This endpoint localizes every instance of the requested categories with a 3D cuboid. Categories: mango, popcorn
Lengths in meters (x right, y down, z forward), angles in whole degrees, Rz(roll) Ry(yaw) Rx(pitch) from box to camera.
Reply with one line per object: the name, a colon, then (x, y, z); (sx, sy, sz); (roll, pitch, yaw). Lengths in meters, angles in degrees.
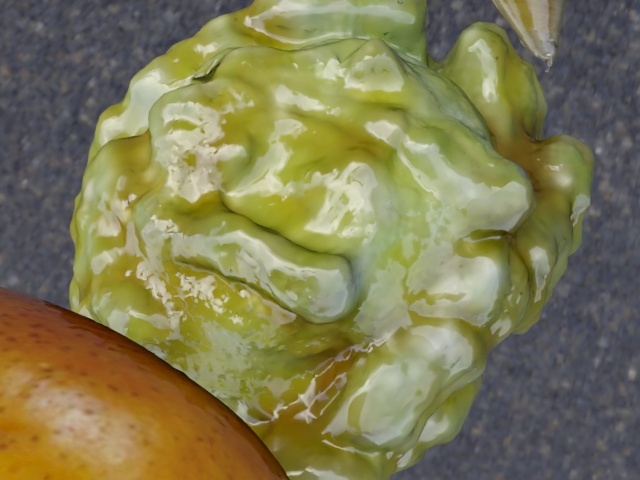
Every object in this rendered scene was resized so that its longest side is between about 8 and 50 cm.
mango: (-0.167, 0.117, 0.543); (0.350, 0.199, 0.201); (11, 146, 27)
popcorn: (-0.007, 0.005, 0.801); (0.279, 0.335, 0.274); (57, 156, 3)

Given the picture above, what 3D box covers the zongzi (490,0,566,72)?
zongzi: (0.129, -0.228, 1.053); (0.099, 0.194, 0.197); (-7, 100, -18)
